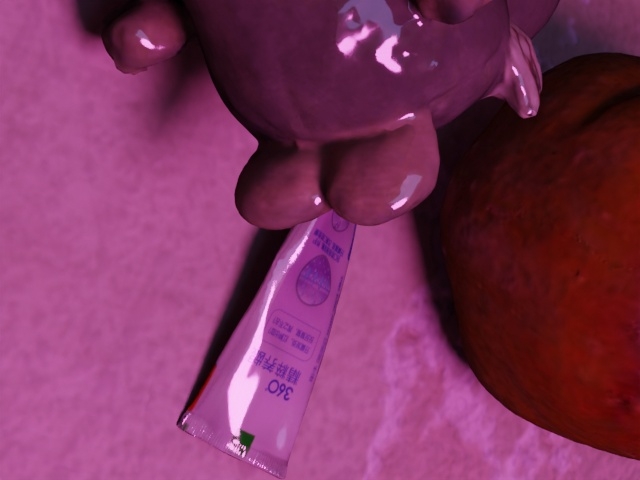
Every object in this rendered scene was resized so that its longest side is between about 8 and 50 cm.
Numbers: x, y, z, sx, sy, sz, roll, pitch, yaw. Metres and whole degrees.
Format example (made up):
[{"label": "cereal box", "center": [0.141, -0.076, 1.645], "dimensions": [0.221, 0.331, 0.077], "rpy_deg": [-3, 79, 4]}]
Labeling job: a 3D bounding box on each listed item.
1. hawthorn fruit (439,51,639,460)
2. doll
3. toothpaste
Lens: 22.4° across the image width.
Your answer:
[{"label": "hawthorn fruit", "center": [0.236, 0.022, 1.076], "dimensions": [0.267, 0.301, 0.268], "rpy_deg": [-15, 120, -28]}, {"label": "doll", "center": [-0.019, -0.229, 0.941], "dimensions": [0.382, 0.252, 0.379], "rpy_deg": [65, 22, -18]}, {"label": "toothpaste", "center": [0.000, 0.000, 1.047], "dimensions": [0.075, 0.048, 0.301], "rpy_deg": [34, 74, -47]}]
